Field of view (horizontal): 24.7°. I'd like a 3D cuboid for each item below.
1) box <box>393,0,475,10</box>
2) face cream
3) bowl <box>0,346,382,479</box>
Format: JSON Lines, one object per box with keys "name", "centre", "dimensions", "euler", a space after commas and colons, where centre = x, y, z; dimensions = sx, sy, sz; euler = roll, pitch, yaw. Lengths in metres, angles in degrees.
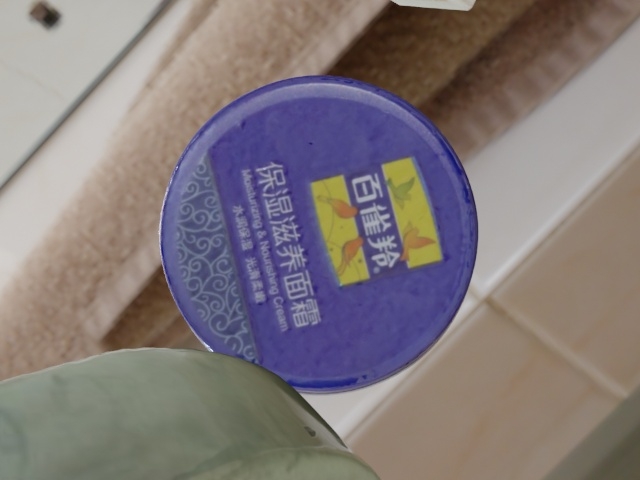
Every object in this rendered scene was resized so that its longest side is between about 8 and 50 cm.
{"name": "box", "centre": [0.005, -0.234, 1.103], "dimensions": [0.220, 0.032, 0.122], "euler": [25, 180, -28]}
{"name": "face cream", "centre": [0.000, 0.000, 0.974], "dimensions": [0.206, 0.206, 0.111], "euler": [45, 178, 5]}
{"name": "bowl", "centre": [-0.069, 0.196, 0.424], "dimensions": [0.163, 0.307, 0.307], "euler": [41, -176, 27]}
